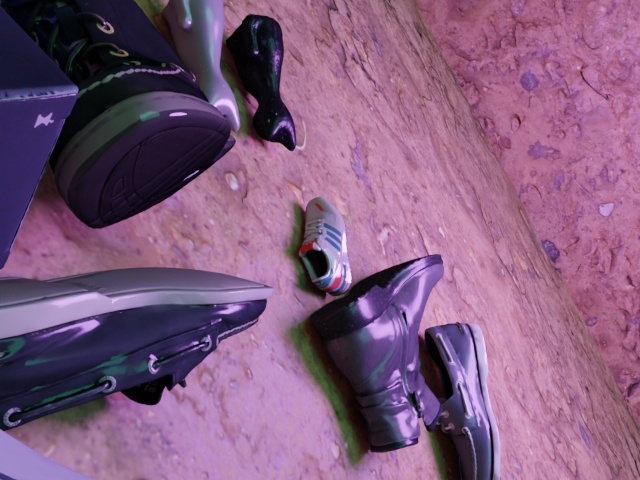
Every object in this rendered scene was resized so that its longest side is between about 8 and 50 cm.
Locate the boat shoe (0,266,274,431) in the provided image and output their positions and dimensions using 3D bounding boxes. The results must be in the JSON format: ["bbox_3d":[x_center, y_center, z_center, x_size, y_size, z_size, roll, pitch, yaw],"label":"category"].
[{"bbox_3d":[-0.161,0.087,0.480,0.340,0.127,0.113,-2,99,-64],"label":"boat shoe"}]

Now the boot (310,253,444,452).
[{"bbox_3d":[0.126,0.161,0.880,0.338,0.118,0.223,-25,90,-49],"label":"boot"}]

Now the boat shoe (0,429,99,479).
[{"bbox_3d":[-0.165,0.214,0.314,0.367,0.135,0.156,43,23,-25],"label":"boat shoe"}]

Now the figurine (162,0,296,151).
[{"bbox_3d":[-0.123,-0.242,0.834,0.214,0.092,0.210,5,66,-55],"label":"figurine"}]

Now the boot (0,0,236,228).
[{"bbox_3d":[-0.206,-0.169,0.502,0.284,0.138,0.377,54,5,-9],"label":"boot"}]

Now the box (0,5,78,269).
[{"bbox_3d":[-0.258,-0.087,0.309,0.207,0.153,0.108,45,31,10],"label":"box"}]

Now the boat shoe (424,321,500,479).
[{"bbox_3d":[0.230,0.289,0.965,0.099,0.116,0.320,5,59,-5],"label":"boat shoe"}]

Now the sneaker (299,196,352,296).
[{"bbox_3d":[0.000,0.000,0.846,0.075,0.057,0.161,25,49,-54],"label":"sneaker"}]
